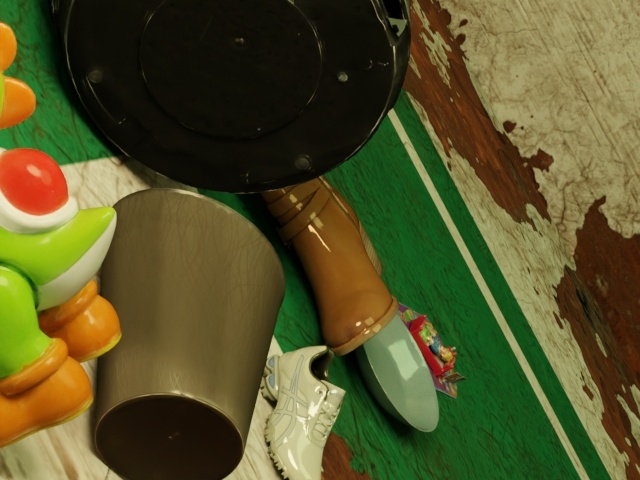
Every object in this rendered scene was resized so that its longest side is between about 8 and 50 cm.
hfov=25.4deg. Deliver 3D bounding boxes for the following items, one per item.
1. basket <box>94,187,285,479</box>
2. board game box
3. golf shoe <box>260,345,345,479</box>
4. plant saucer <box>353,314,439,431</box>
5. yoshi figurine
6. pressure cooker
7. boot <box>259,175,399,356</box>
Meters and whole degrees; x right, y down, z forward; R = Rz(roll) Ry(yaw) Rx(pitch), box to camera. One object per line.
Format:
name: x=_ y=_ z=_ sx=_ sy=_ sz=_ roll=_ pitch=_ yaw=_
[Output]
basket: x=-0.122 y=0.097 z=1.273 sx=0.204 sy=0.154 sz=0.227 roll=46 pitch=29 yaw=-32
board game box: x=0.164 y=0.151 z=2.040 sx=0.168 sy=0.033 sz=0.133 roll=31 pitch=36 yaw=-54
golf shoe: x=-0.012 y=0.186 z=1.503 sx=0.069 sy=0.086 sz=0.176 roll=41 pitch=30 yaw=-47
plant saucer: x=0.088 y=0.165 z=1.834 sx=0.195 sy=0.037 sz=0.195 roll=50 pitch=24 yaw=-31
yoshi figurine: x=-0.300 y=-0.028 z=1.048 sx=0.203 sy=0.203 sz=0.362 roll=-36 pitch=117 yaw=-30
pressure cooker: x=-0.080 y=-0.298 z=1.560 sx=0.375 sy=0.369 sz=0.420 roll=53 pitch=25 yaw=-31
boot: x=0.000 y=0.000 z=1.730 sx=0.220 sy=0.109 sz=0.283 roll=55 pitch=19 yaw=-19
